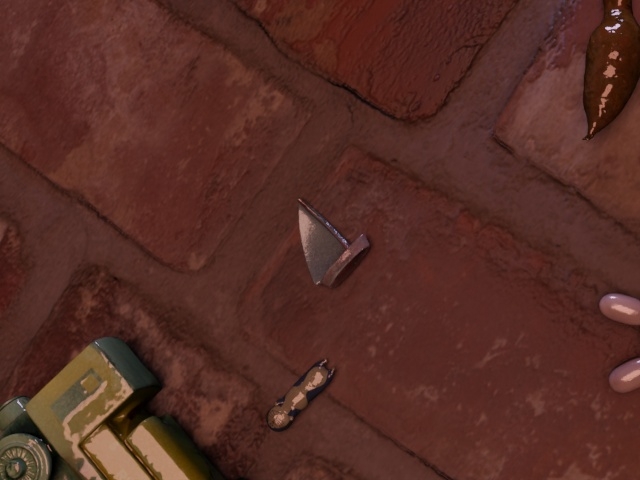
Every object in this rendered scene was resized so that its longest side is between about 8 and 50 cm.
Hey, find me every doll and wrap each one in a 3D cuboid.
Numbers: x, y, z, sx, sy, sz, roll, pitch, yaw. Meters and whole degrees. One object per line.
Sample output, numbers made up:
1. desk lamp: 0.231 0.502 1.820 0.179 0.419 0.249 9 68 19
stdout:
1. doll: 0.432 0.132 1.276 0.160 0.059 0.161 -9 84 16
2. doll: -0.028 0.212 1.412 0.037 0.027 0.125 45 99 21

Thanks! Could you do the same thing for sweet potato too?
1. sweet potato: 0.374 -0.251 1.309 0.075 0.075 0.269 5 79 16

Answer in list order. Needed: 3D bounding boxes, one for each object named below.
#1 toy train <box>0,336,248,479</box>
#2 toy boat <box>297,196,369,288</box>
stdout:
1. toy train: -0.270 0.330 1.412 0.253 0.160 0.397 -43 77 2
2. toy boat: 0.000 0.000 1.421 0.122 0.034 0.096 44 98 22
